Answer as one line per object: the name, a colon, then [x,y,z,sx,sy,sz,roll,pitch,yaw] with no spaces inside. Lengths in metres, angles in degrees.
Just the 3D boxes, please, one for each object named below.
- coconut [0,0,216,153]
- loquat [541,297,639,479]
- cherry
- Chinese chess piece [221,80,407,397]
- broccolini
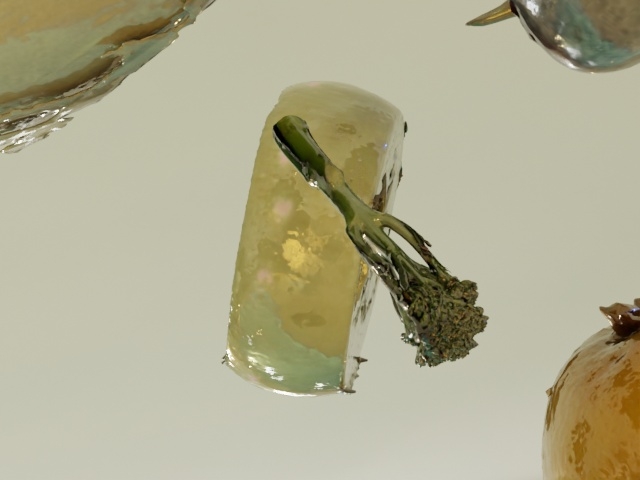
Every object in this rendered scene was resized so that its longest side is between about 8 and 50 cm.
coconut: [-0.151,-0.201,0.675,0.323,0.323,0.323,-18,-23,-8]
loquat: [0.229,0.124,0.889,0.208,0.208,0.208,-18,-23,-8]
cherry: [0.267,-0.276,1.398,0.296,0.218,0.255,-40,2,12]
Chinese chess piece: [0.000,0.000,1.658,0.146,0.349,0.349,11,-23,5]
broccolini: [0.018,-0.001,0.600,0.030,0.140,0.035,-19,-44,-24]
